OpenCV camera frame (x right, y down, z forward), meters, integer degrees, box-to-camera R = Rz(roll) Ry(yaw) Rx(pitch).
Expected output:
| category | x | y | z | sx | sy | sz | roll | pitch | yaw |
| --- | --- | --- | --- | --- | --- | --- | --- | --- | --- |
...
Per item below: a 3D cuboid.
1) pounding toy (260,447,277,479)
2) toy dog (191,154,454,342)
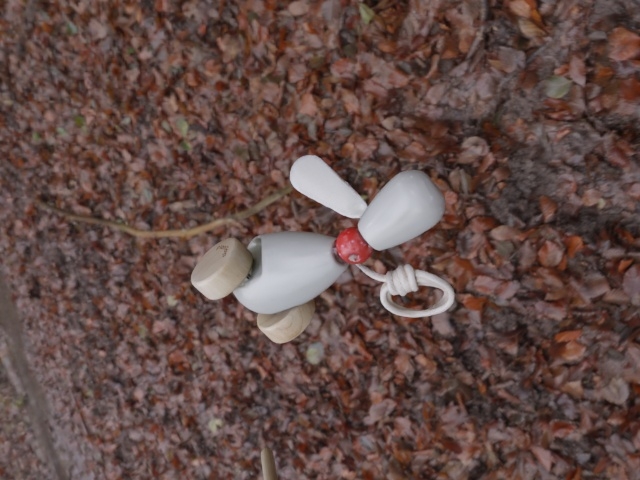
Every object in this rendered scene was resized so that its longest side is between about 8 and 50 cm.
| category | x | y | z | sx | sy | sz | roll | pitch | yaw |
| --- | --- | --- | --- | --- | --- | --- | --- | --- | --- |
| pounding toy | -0.025 | 0.221 | 0.373 | 0.100 | 0.141 | 0.130 | 49 | 141 | 0 |
| toy dog | 0.000 | 0.000 | 0.722 | 0.334 | 0.160 | 0.220 | -13 | 129 | 13 |
